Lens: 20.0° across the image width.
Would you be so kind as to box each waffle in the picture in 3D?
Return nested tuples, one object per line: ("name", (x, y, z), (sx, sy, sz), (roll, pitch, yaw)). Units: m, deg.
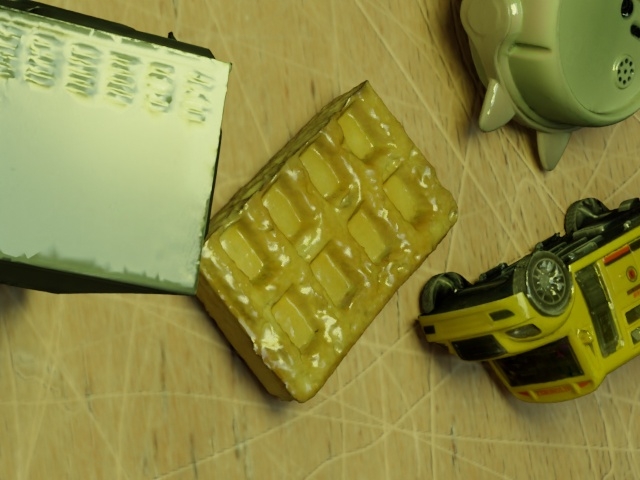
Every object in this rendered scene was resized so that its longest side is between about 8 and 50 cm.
("waffle", (0.000, 0.000, 1.608), (0.168, 0.057, 0.274), (53, 55, -16))

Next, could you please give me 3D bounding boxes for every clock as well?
("clock", (0.258, -0.233, 1.773), (0.265, 0.109, 0.324), (23, 86, -48))

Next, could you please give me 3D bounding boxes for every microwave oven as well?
("microwave oven", (-0.220, -0.065, 1.272), (0.238, 0.295, 0.181), (11, 84, -26))

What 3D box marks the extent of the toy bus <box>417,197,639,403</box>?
("toy bus", (0.251, 0.053, 1.733), (0.330, 0.144, 0.152), (-26, 97, -40))
